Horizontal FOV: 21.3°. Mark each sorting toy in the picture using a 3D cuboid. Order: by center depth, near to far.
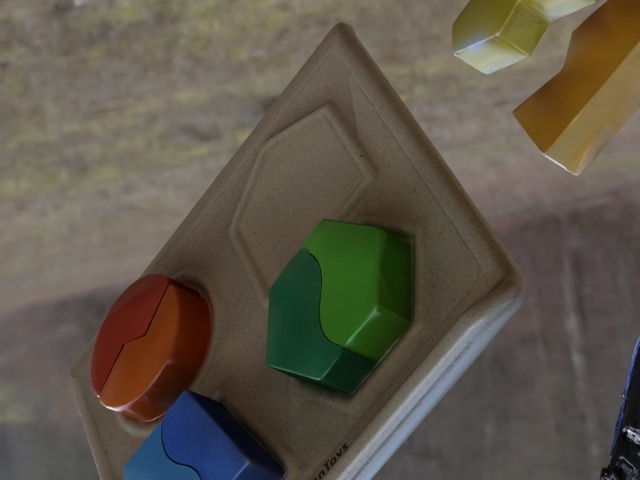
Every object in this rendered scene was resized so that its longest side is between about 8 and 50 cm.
[{"bbox_3d":[0.000,0.000,0.671,0.041,0.307,0.229,29,-160,-30],"label":"sorting toy"}]

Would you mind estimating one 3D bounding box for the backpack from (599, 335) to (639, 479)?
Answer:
[{"bbox_3d":[0.226,0.094,0.973,0.105,0.114,0.084,15,-164,32],"label":"backpack"}]
